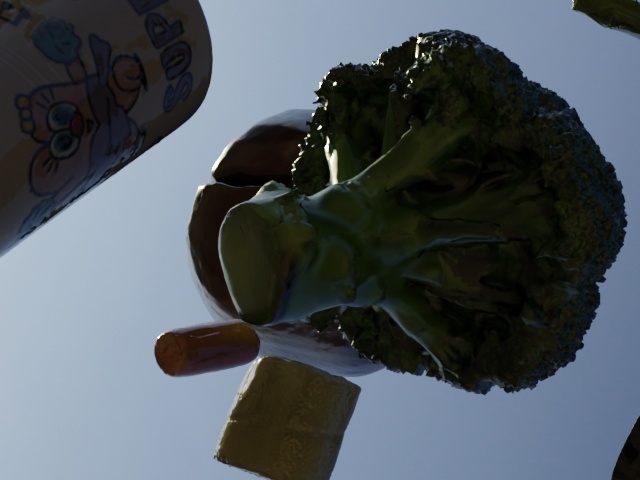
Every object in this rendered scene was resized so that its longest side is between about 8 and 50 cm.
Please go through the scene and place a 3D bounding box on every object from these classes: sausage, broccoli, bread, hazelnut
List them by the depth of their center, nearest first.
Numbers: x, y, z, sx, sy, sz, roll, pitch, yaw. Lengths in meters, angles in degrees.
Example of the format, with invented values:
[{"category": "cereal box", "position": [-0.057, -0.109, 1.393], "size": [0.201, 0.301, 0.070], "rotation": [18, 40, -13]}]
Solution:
[{"category": "sausage", "position": [-0.075, 0.072, 0.732], "size": [0.034, 0.083, 0.034], "rotation": [3, -84, 38]}, {"category": "broccoli", "position": [0.059, -0.014, 0.794], "size": [0.298, 0.297, 0.297], "rotation": [22, -63, 53]}, {"category": "broccoli", "position": [0.334, -0.203, 1.062], "size": [0.204, 0.122, 0.118], "rotation": [31, -82, 30]}, {"category": "bread", "position": [-0.040, 0.212, 1.274], "size": [0.148, 0.134, 0.141], "rotation": [-7, -121, 63]}, {"category": "hazelnut", "position": [0.000, 0.000, 1.646], "size": [0.402, 0.402, 0.429], "rotation": [58, -19, 32]}]

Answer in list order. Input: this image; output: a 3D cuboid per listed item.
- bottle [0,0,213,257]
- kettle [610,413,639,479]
[{"category": "bottle", "position": [-0.130, -0.039, 0.381], "size": [0.110, 0.209, 0.097], "rotation": [-21, -72, 43]}, {"category": "kettle", "position": [0.538, 0.281, 1.351], "size": [0.290, 0.207, 0.268], "rotation": [29, -54, 29]}]
